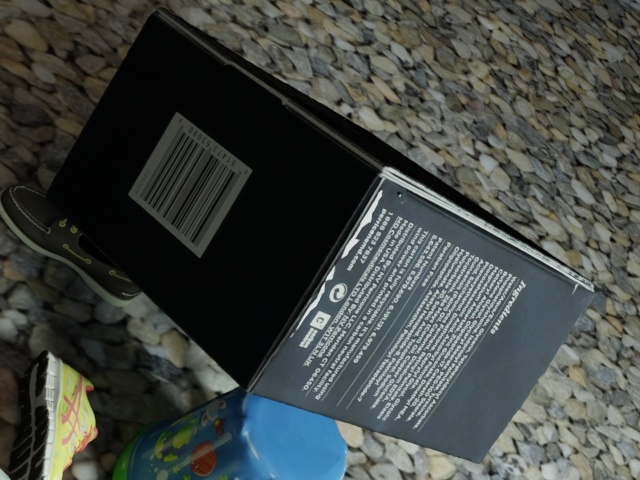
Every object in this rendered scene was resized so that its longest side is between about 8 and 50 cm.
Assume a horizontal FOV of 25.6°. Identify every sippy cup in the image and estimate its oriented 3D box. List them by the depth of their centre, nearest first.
[{"bbox_3d":[-0.095,0.281,1.694,0.240,0.224,0.305,11,50,-43],"label":"sippy cup"}]

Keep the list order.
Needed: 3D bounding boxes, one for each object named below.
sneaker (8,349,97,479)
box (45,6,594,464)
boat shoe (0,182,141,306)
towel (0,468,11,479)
[{"bbox_3d":[-0.301,0.225,1.641,0.094,0.081,0.208,31,39,-30],"label":"sneaker"},{"bbox_3d":[0.000,0.000,1.768,0.472,0.297,0.480,23,11,-47],"label":"box"},{"bbox_3d":[-0.318,-0.006,1.842,0.228,0.068,0.081,38,37,-18],"label":"boat shoe"},{"bbox_3d":[-0.431,0.338,1.312,0.320,0.090,0.374,49,52,-6],"label":"towel"}]
